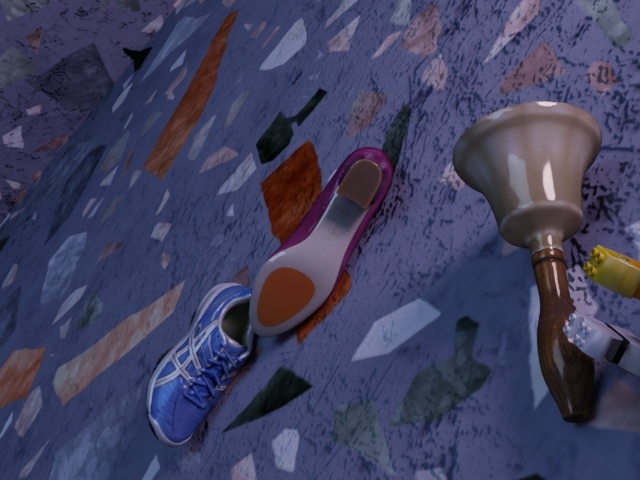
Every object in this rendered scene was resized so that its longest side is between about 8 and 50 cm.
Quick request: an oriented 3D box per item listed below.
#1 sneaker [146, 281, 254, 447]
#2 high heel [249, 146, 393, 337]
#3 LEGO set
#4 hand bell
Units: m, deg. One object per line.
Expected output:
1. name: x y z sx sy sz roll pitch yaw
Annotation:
1. sneaker: -0.133 0.139 1.055 0.081 0.080 0.211 -10 52 57
2. high heel: 0.000 0.000 1.034 0.244 0.082 0.117 -61 -2 13
3. LEGO set: 0.200 0.056 0.540 0.227 0.093 0.087 -106 39 -76
4. hand bell: 0.178 0.023 0.709 0.126 0.126 0.242 -31 48 37
